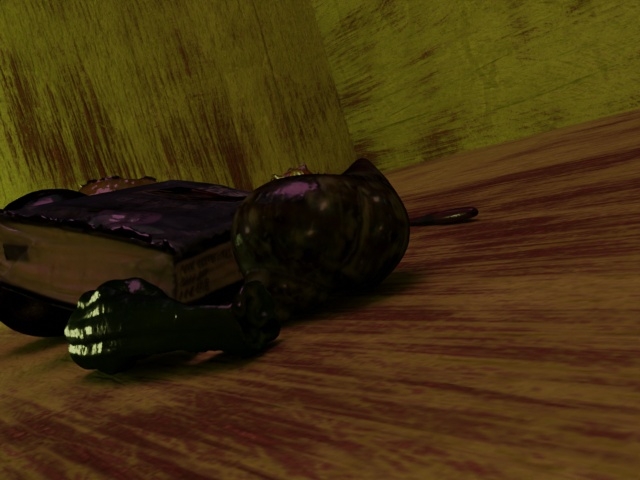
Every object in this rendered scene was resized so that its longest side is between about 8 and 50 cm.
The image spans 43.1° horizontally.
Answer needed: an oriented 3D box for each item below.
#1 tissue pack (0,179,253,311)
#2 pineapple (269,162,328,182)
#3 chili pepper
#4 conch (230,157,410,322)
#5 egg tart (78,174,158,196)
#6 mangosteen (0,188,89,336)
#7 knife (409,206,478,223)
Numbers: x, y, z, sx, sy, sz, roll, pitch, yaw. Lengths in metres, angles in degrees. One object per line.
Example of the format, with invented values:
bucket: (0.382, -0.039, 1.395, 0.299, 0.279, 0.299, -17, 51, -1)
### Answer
tissue pack: (-0.180, 0.001, 0.993, 0.259, 0.122, 0.361, 10, 15, 25)
pineapple: (-0.018, -0.088, 1.652, 0.164, 0.140, 0.250, -19, 3, -38)
chili pepper: (-0.142, 0.072, 0.701, 0.253, 0.083, 0.099, -7, 1, 42)
conch: (0.001, 0.003, 0.770, 0.181, 0.124, 0.187, -27, -16, -11)
egg tart: (-0.355, -0.011, 1.416, 0.345, 0.132, 0.345, -14, -19, -5)
mangosteen: (-0.358, 0.033, 1.152, 0.211, 0.211, 0.250, -15, -8, 21)
knife: (0.159, -0.034, 1.154, 0.035, 0.018, 0.247, -21, 6, -18)
